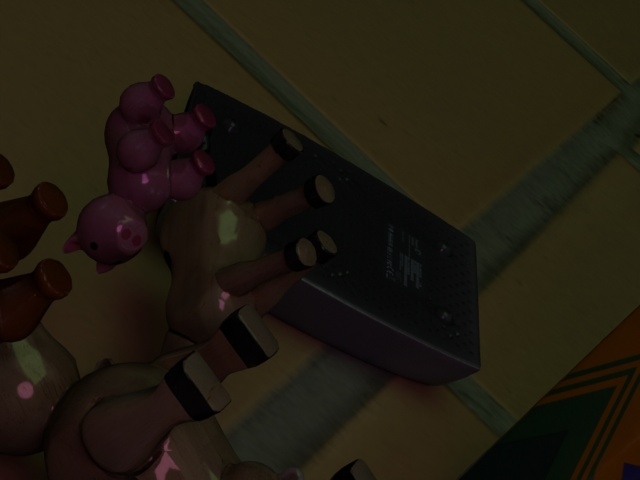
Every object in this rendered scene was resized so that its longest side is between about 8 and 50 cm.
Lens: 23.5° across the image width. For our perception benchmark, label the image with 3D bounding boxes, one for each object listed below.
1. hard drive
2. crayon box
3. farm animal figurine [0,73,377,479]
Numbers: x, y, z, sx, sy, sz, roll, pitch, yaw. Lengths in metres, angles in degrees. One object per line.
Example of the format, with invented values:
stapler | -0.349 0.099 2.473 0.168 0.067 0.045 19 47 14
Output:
hard drive | 0.000 0.000 1.111 0.254 0.054 0.172 29 33 -17
crayon box | 0.244 0.128 0.947 0.203 0.323 0.083 20 36 -28
farm animal figurine | -0.098 0.084 0.814 0.330 0.172 0.327 -4 64 -59
